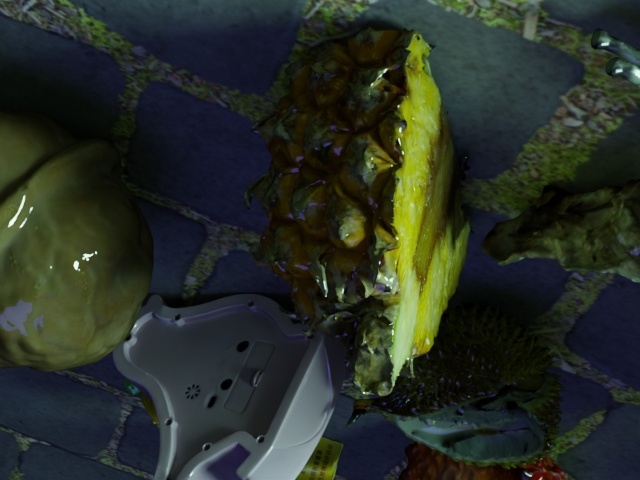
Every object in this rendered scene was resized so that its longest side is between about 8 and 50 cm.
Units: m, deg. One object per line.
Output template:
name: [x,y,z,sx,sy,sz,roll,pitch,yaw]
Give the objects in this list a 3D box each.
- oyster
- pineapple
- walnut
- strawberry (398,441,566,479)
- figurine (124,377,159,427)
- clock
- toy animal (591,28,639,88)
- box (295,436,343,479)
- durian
oyster: [0.326,0.004,1.510,0.204,0.111,0.396,18,170,-32]
pineapple: [-0.001,0.003,1.537,0.209,0.286,0.344,6,146,19]
walnut: [-0.312,0.001,1.720,0.296,0.285,0.285,41,148,4]
strawberry: [0.217,0.306,2.053,0.178,0.234,0.234,6,163,-42]
figurine: [-0.158,0.192,2.097,0.156,0.095,0.115,37,156,-35]
clock: [-0.131,0.197,1.916,0.275,0.290,0.080,6,149,32]
toy animal: [0.317,-0.136,1.363,0.176,0.073,0.217,21,145,-24]
box: [-0.055,0.279,2.191,0.156,0.089,0.022,19,148,1]
durian: [0.150,0.149,1.832,0.237,0.138,0.193,0,148,23]
